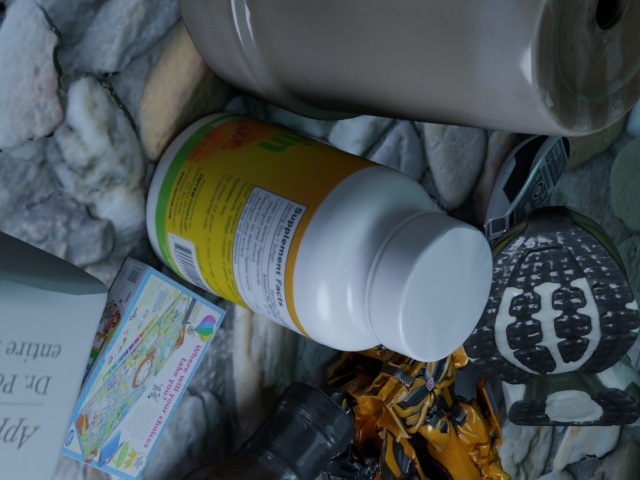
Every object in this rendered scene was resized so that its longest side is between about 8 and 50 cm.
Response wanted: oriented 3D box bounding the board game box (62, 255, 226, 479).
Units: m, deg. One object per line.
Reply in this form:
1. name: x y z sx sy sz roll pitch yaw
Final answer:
1. board game box: -0.144 0.101 1.289 0.103 0.026 0.154 36 80 -50

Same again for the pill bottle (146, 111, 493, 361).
1. pill bottle: 0.000 0.000 1.231 0.136 0.245 0.136 -24 125 -41

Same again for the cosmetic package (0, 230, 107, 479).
1. cosmetic package: -0.369 0.142 0.812 0.329 0.327 0.394 12 98 -50

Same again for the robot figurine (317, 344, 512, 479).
1. robot figurine: 0.093 0.175 1.548 0.211 0.085 0.291 -51 139 -28

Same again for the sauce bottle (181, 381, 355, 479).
1. sauce bottle: -0.101 0.261 1.350 0.344 0.111 0.111 -48 137 -23

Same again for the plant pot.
1. plant pot: 0.104 -0.211 1.207 0.323 0.280 0.323 -28 131 -38

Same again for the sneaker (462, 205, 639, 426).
1. sneaker: 0.209 0.040 1.549 0.410 0.158 0.182 69 17 -64

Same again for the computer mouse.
1. computer mouse: 0.170 -0.028 1.576 0.193 0.042 0.106 -55 151 -16
